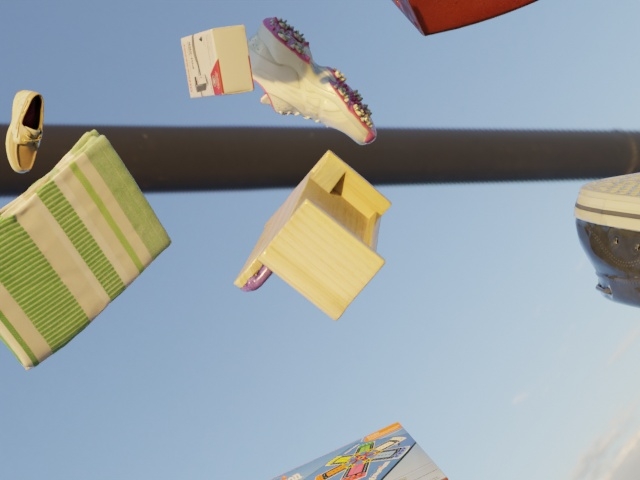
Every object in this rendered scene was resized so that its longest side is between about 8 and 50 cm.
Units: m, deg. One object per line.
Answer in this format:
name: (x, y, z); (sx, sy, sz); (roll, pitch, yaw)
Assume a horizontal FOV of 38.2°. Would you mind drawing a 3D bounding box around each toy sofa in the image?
toy sofa: (0.000, 0.000, 1.460); (0.177, 0.150, 0.362); (-50, 7, 16)

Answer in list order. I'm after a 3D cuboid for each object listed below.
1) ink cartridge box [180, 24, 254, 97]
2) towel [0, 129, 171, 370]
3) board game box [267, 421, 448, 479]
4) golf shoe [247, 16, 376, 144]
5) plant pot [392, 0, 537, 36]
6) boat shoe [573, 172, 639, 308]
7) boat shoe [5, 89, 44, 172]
ink cartridge box: (-0.159, -0.270, 1.409); (0.056, 0.135, 0.099); (-14, -79, -27)
towel: (-0.399, 0.015, 1.441); (0.325, 0.038, 0.248); (-49, -52, -31)
board game box: (0.018, 0.347, 1.253); (0.281, 0.145, 0.027); (-21, -60, -16)
golf shoe: (-0.026, -0.277, 1.741); (0.140, 0.306, 0.115); (-41, 17, 22)
plant pot: (0.203, -0.506, 1.541); (0.236, 0.267, 0.267); (-33, -42, 4)
boat shoe: (0.406, 0.034, 0.892); (0.187, 0.500, 0.156); (-10, -79, -11)
boat shoe: (-0.474, -0.176, 1.493); (0.050, 0.045, 0.135); (-1, -85, -52)
